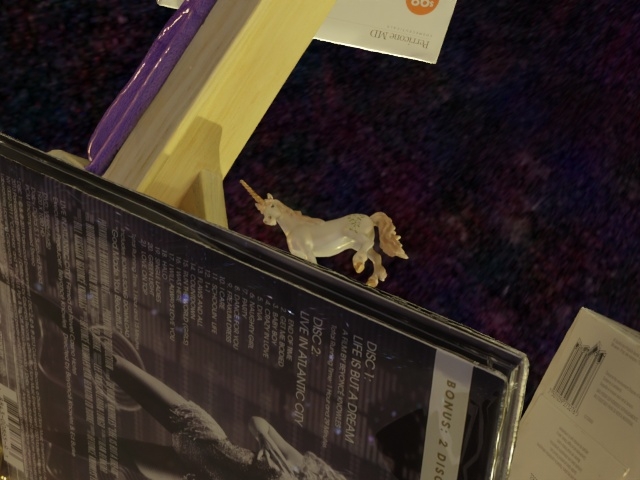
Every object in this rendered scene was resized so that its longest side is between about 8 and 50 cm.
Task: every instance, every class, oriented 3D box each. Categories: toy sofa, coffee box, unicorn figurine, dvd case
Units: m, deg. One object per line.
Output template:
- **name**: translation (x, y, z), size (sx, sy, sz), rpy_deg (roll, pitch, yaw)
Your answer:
- **toy sofa**: translation (-0.076, -0.178, 0.988), size (0.177, 0.150, 0.362), rpy_deg (36, 97, 21)
- **coffee box**: translation (0.475, 0.340, 1.661), size (0.334, 0.337, 0.338), rpy_deg (24, 97, -17)
- **unicorn figurine**: translation (0.000, 0.000, 1.246), size (0.162, 0.111, 0.060), rpy_deg (0, 143, -12)
- **dvd case**: translation (-0.039, 0.067, 0.427), size (0.221, 0.018, 0.164), rpy_deg (23, 126, 29)

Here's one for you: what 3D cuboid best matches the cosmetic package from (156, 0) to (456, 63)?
- **cosmetic package**: translation (0.006, -0.399, 1.523), size (0.377, 0.097, 0.284), rpy_deg (9, 118, -18)
